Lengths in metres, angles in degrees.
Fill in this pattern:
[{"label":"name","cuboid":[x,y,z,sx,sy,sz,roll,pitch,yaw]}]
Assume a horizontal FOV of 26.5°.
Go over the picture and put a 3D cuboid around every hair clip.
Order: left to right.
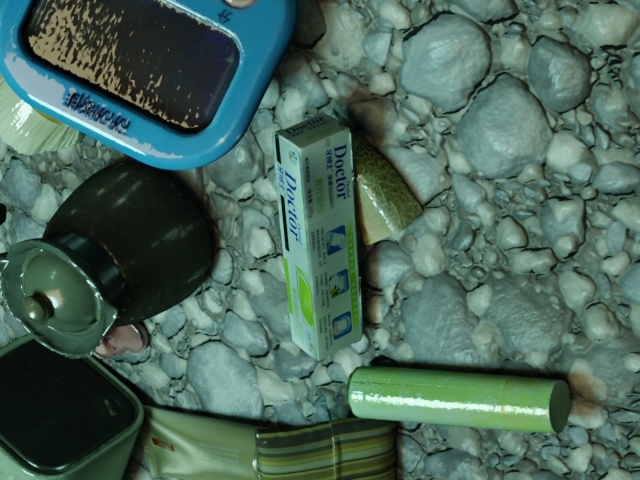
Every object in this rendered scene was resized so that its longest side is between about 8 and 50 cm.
[{"label":"hair clip","cuboid":[-0.340,0.115,2.107,0.123,0.102,0.138,-21,70,36]}]

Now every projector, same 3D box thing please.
[{"label":"projector","cuboid":[-0.452,0.332,2.145,0.248,0.248,0.249,37,129,18]}]

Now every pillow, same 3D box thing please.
[{"label":"pillow","cuboid":[0.011,0.341,1.933,0.208,0.052,0.212,-7,118,-10]}]

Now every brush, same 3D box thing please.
[{"label":"brush","cuboid":[-0.376,-0.262,1.841,0.166,0.174,0.267,-22,95,48]}]

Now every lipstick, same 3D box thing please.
[{"label":"lipstick","cuboid":[0.176,0.210,1.804,0.304,0.076,0.076,2,116,32]}]

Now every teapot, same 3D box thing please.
[{"label":"teapot","cuboid":[-0.340,0.014,1.883,0.305,0.285,0.223,41,129,5]}]

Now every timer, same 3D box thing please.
[{"label":"timer","cuboid":[-0.214,-0.267,1.671,0.340,0.115,0.309,26,97,0]}]

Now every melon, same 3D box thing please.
[{"label":"melon","cuboid":[0.047,-0.083,1.751,0.098,0.054,0.182,-20,104,54]}]

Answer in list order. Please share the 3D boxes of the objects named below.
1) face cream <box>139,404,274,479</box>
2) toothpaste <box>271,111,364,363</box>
[{"label":"face cream","cuboid":[-0.157,0.321,2.079,0.341,0.084,0.137,1,113,39]},{"label":"toothpaste","cuboid":[0.000,0.000,1.763,0.067,0.081,0.336,35,140,43]}]
